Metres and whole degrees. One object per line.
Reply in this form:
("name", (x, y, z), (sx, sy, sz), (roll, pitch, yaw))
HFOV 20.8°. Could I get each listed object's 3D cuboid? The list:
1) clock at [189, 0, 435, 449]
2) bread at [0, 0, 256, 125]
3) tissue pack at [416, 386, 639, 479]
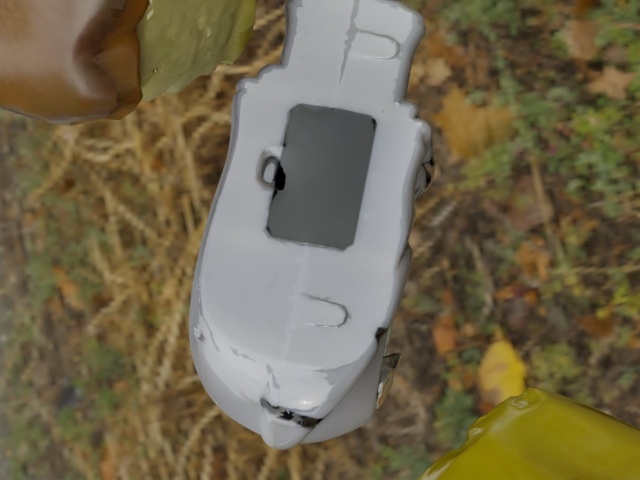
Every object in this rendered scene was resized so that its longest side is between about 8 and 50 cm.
("clock", (0.001, 0.000, 0.696), (0.080, 0.117, 0.176), (9, 74, 6))
("bread", (-0.160, -0.242, 0.633), (0.323, 0.143, 0.333), (26, 130, 18))
("tissue pack", (0.112, 0.155, 0.311), (0.192, 0.134, 0.271), (60, 164, -26))
